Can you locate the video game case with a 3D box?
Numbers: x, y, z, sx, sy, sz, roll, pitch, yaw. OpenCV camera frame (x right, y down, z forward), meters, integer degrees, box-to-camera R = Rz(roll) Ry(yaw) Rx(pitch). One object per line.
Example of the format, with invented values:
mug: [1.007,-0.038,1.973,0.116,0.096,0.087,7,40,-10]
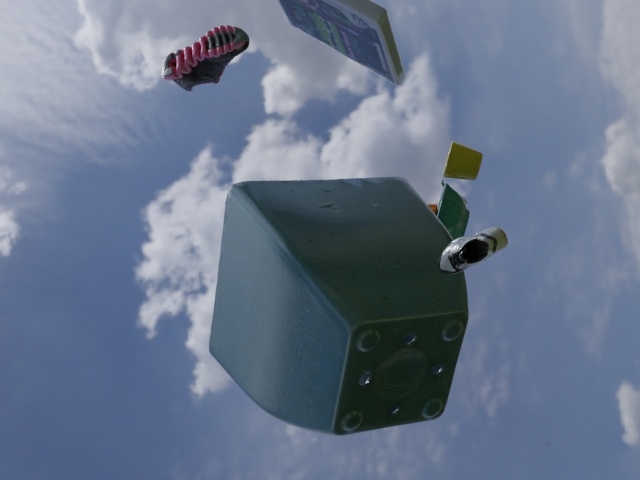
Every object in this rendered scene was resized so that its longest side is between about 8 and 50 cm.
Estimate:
video game case: [0.015,-0.264,1.054,0.022,0.173,0.190,-56,-16,-2]

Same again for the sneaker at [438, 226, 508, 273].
sneaker: [0.139,0.011,0.854,0.037,0.083,0.032,-25,-97,-46]

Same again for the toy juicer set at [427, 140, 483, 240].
toy juicer set: [0.206,-0.007,1.574,0.209,0.090,0.329,100,-173,-47]

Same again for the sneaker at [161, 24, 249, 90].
sneaker: [-0.130,-0.214,1.060,0.057,0.119,0.047,43,-144,-47]

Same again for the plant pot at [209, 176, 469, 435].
plant pot: [0.035,0.090,1.037,0.248,0.252,0.247,-3,-61,-26]
